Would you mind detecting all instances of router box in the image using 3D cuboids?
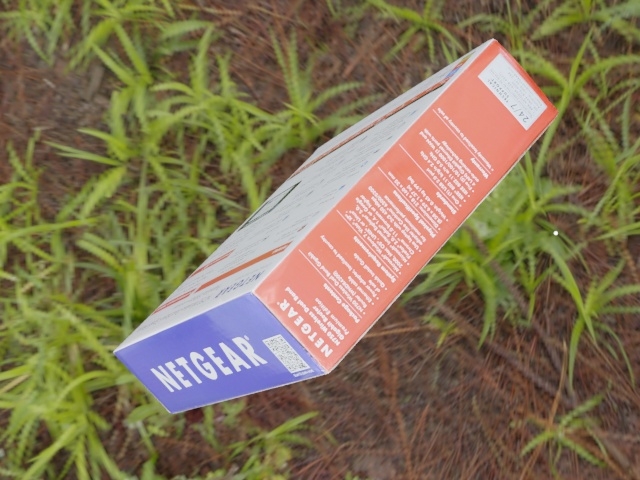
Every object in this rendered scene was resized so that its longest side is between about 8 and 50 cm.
[{"bbox_3d":[0.000,0.000,1.090,0.082,0.335,0.301,48,64,-9],"label":"router box"}]
